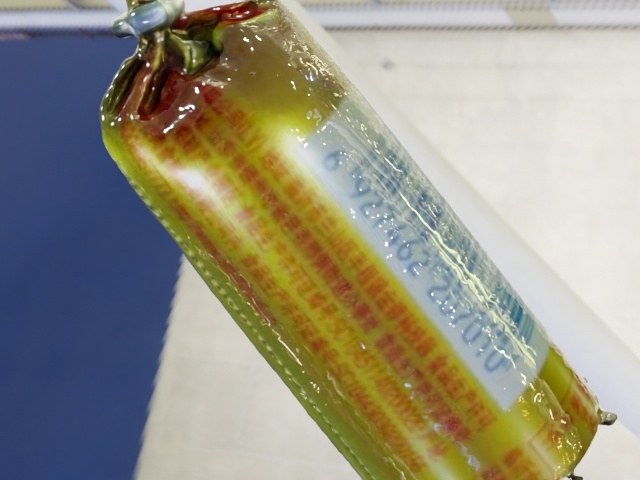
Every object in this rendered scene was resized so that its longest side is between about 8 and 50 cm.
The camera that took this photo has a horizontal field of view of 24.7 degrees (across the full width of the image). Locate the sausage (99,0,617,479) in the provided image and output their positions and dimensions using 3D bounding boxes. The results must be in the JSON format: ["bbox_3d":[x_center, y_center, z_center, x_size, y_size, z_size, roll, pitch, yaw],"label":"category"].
[{"bbox_3d":[-0.002,0.001,0.706,0.125,0.117,0.317,-38,-78,4],"label":"sausage"}]
